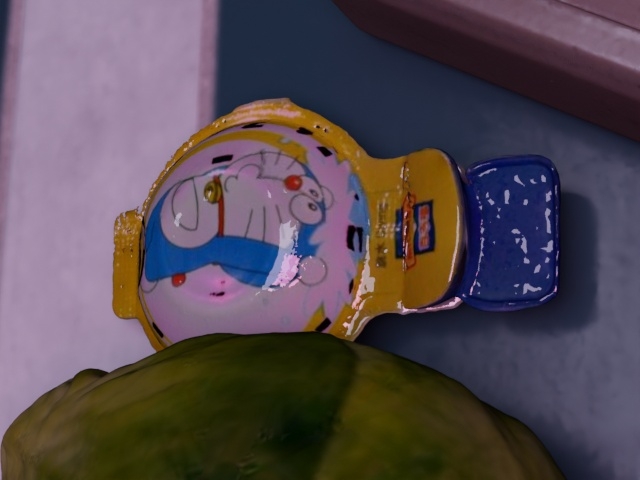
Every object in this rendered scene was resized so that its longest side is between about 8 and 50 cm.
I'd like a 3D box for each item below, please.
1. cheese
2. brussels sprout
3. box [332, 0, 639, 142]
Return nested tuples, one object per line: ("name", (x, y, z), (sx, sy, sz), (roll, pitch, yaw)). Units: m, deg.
("cheese", (0.000, 0.000, 0.852), (0.250, 0.064, 0.156), (-6, 77, 24))
("brussels sprout", (-0.027, 0.145, 0.760), (0.271, 0.210, 0.219), (17, 79, 41))
("box", (0.113, -0.098, 0.806), (0.244, 0.103, 0.055), (26, 86, 26))
